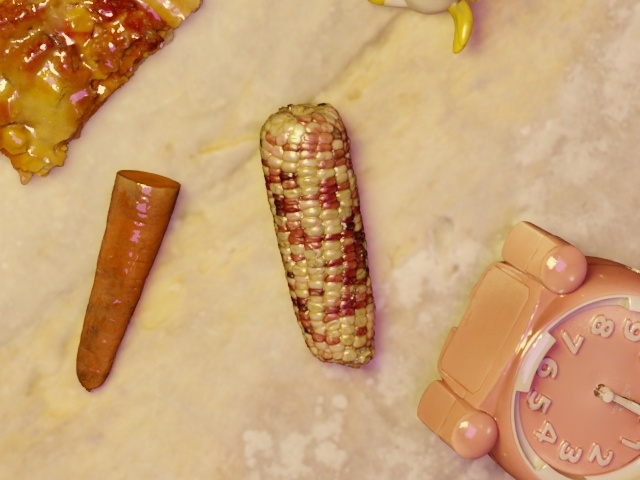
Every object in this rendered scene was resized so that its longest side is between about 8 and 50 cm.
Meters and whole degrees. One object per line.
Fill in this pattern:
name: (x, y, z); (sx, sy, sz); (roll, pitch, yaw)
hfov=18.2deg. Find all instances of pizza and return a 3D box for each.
pizza: (-0.250, -0.160, 1.754); (0.289, 0.081, 0.229); (4, 99, -10)

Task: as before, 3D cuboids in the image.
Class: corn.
corn: (0.000, 0.000, 1.814); (0.086, 0.086, 0.253); (-11, 104, -6)

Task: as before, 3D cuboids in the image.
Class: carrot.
carrot: (-0.184, 0.041, 1.813); (0.061, 0.061, 0.210); (15, 101, -10)

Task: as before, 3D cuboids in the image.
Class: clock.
clock: (0.241, 0.125, 1.852); (0.241, 0.142, 0.227); (25, 95, -21)

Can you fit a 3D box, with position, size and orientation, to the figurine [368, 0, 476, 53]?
figurine: (0.096, -0.247, 1.747); (0.109, 0.178, 0.130); (-37, 75, -6)
